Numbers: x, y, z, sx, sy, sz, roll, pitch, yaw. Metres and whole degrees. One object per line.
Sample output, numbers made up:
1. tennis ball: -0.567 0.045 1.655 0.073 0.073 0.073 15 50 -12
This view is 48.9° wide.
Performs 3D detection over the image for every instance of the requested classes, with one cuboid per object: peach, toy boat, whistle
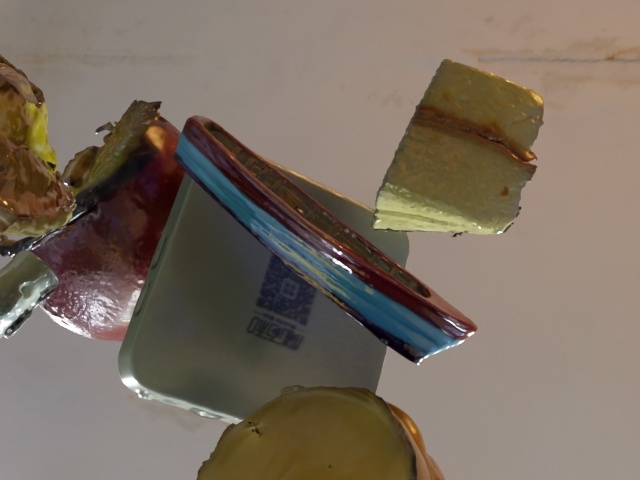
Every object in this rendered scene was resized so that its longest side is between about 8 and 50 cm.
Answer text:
1. peach: -0.324 -0.030 1.164 0.352 0.417 0.339 14 -126 2
2. toy boat: 0.000 0.000 0.791 0.392 0.136 0.079 40 -77 3
3. whistle: -0.412 0.148 0.724 0.133 0.142 0.346 17 -128 31

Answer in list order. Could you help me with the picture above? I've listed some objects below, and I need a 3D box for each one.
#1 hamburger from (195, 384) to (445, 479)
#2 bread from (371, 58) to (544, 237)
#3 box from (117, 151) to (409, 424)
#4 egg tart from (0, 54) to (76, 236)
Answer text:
1. hamburger: 0.020 0.307 0.729 0.276 0.237 0.276 -22 -141 18
2. bread: 0.193 -0.103 0.958 0.178 0.135 0.240 22 -111 8
3. box: -0.065 0.086 1.019 0.090 0.367 0.373 -22 -132 61
4. egg tart: -0.340 -0.122 0.580 0.341 0.341 0.129 35 -86 31
